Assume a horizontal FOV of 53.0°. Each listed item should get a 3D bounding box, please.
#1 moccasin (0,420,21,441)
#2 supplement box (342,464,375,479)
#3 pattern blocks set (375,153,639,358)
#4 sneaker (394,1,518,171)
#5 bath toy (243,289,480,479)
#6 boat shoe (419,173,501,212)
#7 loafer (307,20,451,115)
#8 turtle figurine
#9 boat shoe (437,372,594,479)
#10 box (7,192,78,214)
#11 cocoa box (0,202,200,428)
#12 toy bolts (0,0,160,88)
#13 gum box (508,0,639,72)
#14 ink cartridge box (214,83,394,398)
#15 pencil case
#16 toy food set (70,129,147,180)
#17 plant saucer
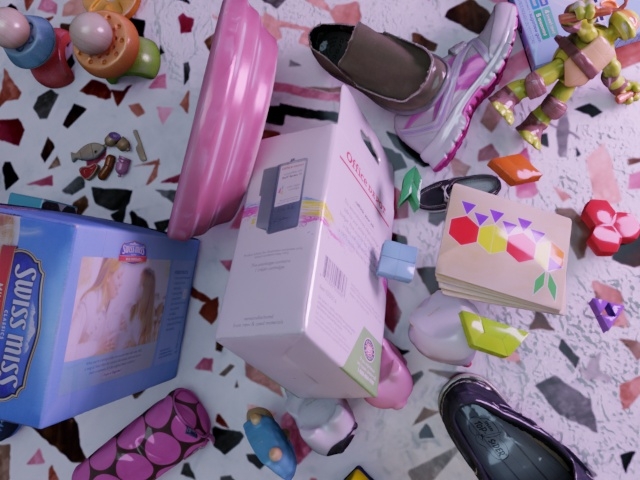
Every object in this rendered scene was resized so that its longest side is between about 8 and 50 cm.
[{"bbox_3d":[-0.609,0.183,1.016,0.137,0.117,0.342,-43,79,5],"label":"moccasin"},{"bbox_3d":[0.028,0.442,0.746,0.195,0.356,0.194,42,94,12],"label":"supplement box"},{"bbox_3d":[0.244,0.014,0.840,0.324,0.026,0.286,24,66,2],"label":"pattern blocks set"},{"bbox_3d":[0.187,-0.229,0.901,0.111,0.103,0.252,32,91,10],"label":"sneaker"},{"bbox_3d":[0.068,0.193,0.880,0.348,0.129,0.151,-32,44,3],"label":"bath toy"},{"bbox_3d":[0.195,-0.069,0.918,0.125,0.038,0.046,-7,84,10],"label":"boat shoe"},{"bbox_3d":[0.067,-0.243,0.882,0.251,0.087,0.095,30,99,43],"label":"loafer"},{"bbox_3d":[0.326,-0.234,0.836,0.217,0.269,0.087,-42,49,21],"label":"turtle figurine"},{"bbox_3d":[0.284,0.319,0.829,0.127,0.113,0.340,-38,79,6],"label":"boat shoe"},{"bbox_3d":[-0.456,0.055,1.006,0.060,0.100,0.245,11,88,11],"label":"box"},{"bbox_3d":[-0.342,0.080,0.854,0.227,0.347,0.232,10,89,12],"label":"cocoa box"},{"bbox_3d":[-0.393,-0.346,0.996,0.228,0.158,0.219,-8,84,10],"label":"toy bolts"},{"bbox_3d":[0.369,-0.340,0.905,0.184,0.041,0.157,-16,82,9],"label":"gum box"},{"bbox_3d":[0.000,0.000,0.825,0.119,0.207,0.354,-8,55,26],"label":"ink cartridge box"},{"bbox_3d":[-0.261,0.317,0.953,0.209,0.095,0.098,-37,100,8],"label":"pencil case"},{"bbox_3d":[-0.347,-0.133,1.040,0.122,0.019,0.078,-22,81,9],"label":"toy food set"},{"bbox_3d":[-0.130,-0.156,0.863,0.084,0.332,0.333,14,88,-13],"label":"plant saucer"}]
